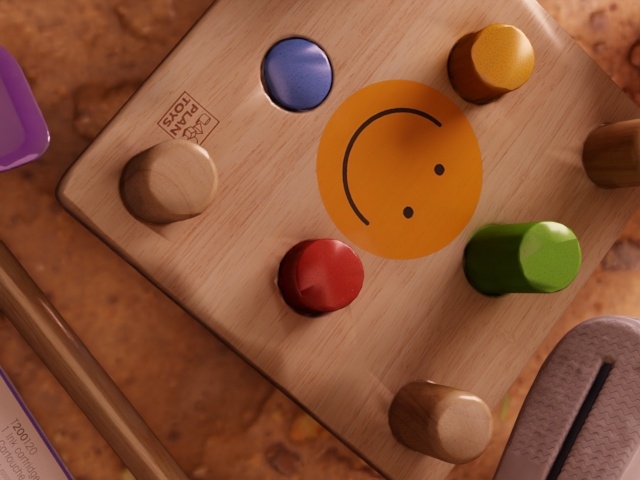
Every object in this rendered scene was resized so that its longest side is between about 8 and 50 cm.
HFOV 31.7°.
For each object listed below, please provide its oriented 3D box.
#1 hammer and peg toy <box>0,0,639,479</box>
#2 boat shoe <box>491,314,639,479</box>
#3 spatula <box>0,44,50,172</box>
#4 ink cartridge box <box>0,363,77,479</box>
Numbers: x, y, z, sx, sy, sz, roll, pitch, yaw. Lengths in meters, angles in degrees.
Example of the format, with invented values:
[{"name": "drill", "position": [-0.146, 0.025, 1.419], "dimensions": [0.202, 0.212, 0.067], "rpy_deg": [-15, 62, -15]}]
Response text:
[{"name": "hammer and peg toy", "position": [0.000, 0.000, 0.577], "dimensions": [0.266, 0.127, 0.361], "rpy_deg": [43, 76, -14]}, {"name": "boat shoe", "position": [0.130, 0.208, 0.625], "dimensions": [0.119, 0.121, 0.335], "rpy_deg": [34, 87, -33]}, {"name": "spatula", "position": [-0.276, -0.036, 0.507], "dimensions": [0.297, 0.030, 0.084], "rpy_deg": [-16, 70, -29]}, {"name": "ink cartridge box", "position": [-0.241, 0.111, 0.523], "dimensions": [0.208, 0.045, 0.206], "rpy_deg": [-36, 102, -35]}]
